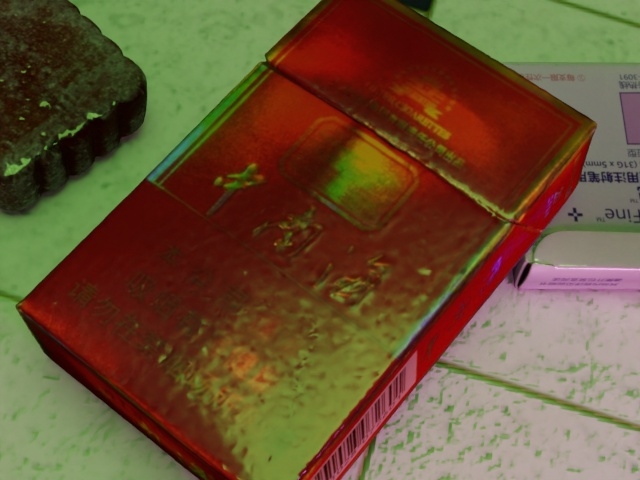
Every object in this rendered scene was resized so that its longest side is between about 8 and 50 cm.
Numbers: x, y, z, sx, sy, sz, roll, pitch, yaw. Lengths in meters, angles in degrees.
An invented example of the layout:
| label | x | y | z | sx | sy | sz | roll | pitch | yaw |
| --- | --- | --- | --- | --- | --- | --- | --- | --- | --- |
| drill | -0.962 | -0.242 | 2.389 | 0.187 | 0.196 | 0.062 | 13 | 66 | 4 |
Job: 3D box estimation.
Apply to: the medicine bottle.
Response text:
| label | x | y | z | sx | sy | sz | roll | pitch | yaw |
| --- | --- | --- | --- | --- | --- | --- | --- | --- | --- |
| medicine bottle | 0.226 | -0.044 | 0.871 | 0.201 | 0.052 | 0.171 | 1 | 62 | -5 |

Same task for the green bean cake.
| label | x | y | z | sx | sy | sz | roll | pitch | yaw |
| --- | --- | --- | --- | --- | --- | --- | --- | --- | --- |
| green bean cake | -0.201 | -0.100 | 0.843 | 0.136 | 0.056 | 0.135 | -39 | 71 | -24 |

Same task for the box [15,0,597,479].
| label | x | y | z | sx | sy | sz | roll | pitch | yaw |
| --- | --- | --- | --- | --- | --- | --- | --- | --- | --- |
| box | -0.001 | 0.000 | 0.768 | 0.197 | 0.089 | 0.313 | 35 | 68 | 19 |
